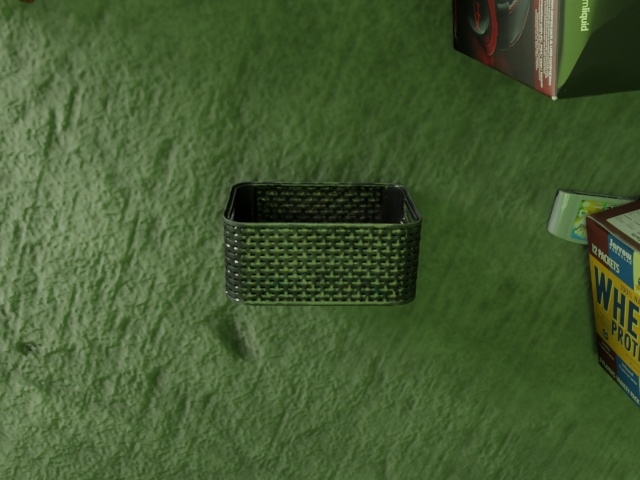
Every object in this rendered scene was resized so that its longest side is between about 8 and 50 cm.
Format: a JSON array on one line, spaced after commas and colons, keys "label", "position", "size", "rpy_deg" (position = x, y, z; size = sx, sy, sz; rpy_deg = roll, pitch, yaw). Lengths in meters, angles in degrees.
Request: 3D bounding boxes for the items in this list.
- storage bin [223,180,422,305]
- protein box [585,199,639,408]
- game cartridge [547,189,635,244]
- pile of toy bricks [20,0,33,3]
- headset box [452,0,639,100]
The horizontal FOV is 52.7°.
[{"label": "storage bin", "position": [0.000, 0.000, 0.630], "size": [0.180, 0.122, 0.084], "rpy_deg": [0, 113, -2]}, {"label": "protein box", "position": [0.404, 0.058, 0.655], "size": [0.201, 0.136, 0.200], "rpy_deg": [-16, 114, 0]}, {"label": "game cartridge", "position": [0.289, -0.023, 0.692], "size": [0.083, 0.017, 0.056], "rpy_deg": [6, 116, -5]}, {"label": "pile of toy bricks", "position": [-0.315, -0.245, 0.537], "size": [0.212, 0.118, 0.105], "rpy_deg": [11, 147, -17]}, {"label": "headset box", "position": [0.175, -0.230, 0.449], "size": [0.110, 0.293, 0.218], "rpy_deg": [-7, 114, 0]}]
